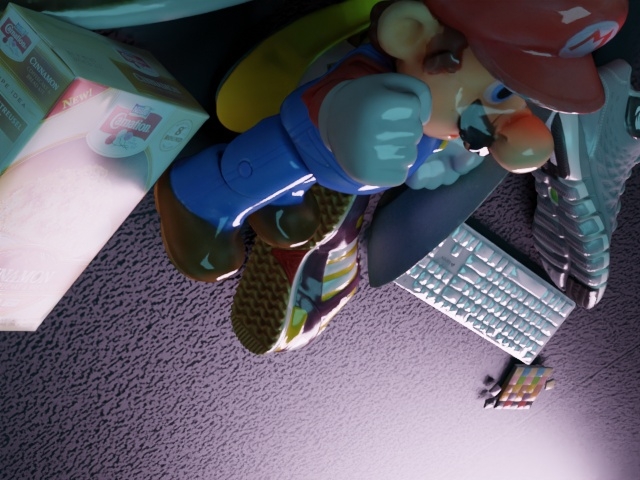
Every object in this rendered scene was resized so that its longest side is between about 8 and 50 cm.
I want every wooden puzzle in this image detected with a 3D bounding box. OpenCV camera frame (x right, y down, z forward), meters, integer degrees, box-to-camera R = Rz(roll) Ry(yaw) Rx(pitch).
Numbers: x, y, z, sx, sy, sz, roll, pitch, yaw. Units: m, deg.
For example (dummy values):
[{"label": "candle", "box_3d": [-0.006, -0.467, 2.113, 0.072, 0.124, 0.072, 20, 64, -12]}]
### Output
[{"label": "wooden puzzle", "box_3d": [0.190, 0.138, 1.318, 0.083, 0.006, 0.049, 6, 119, -39]}]

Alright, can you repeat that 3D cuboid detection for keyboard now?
[{"label": "keyboard", "box_3d": [0.139, 0.040, 1.193, 0.072, 0.014, 0.256, -49, 138, 9]}]

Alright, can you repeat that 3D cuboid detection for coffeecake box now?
[{"label": "coffeecake box", "box_3d": [-0.175, -0.035, 0.821, 0.185, 0.068, 0.142, -49, 158, 14]}]

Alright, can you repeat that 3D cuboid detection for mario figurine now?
[{"label": "mario figurine", "box_3d": [0.048, -0.055, 0.805, 0.170, 0.198, 0.320, 36, 136, -23]}]

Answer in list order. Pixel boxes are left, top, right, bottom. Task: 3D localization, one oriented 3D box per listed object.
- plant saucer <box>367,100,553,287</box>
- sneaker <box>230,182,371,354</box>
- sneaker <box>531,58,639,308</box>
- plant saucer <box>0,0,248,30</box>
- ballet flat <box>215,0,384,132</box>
[{"label": "plant saucer", "box_3d": [0.089, -0.049, 1.001, 0.037, 0.195, 0.195, 43, 95, -8]}, {"label": "sneaker", "box_3d": [0.000, 0.000, 1.030, 0.084, 0.069, 0.186, -4, 129, -51]}, {"label": "sneaker", "box_3d": [0.243, -0.051, 1.148, 0.132, 0.086, 0.229, -31, 136, -15]}, {"label": "plant saucer", "box_3d": [-0.098, -0.234, 0.659, 0.400, 0.101, 0.400, -12, 162, -4]}, {"label": "ballet flat", "box_3d": [0.041, -0.128, 0.938, 0.231, 0.077, 0.077, -29, 138, -13]}]
